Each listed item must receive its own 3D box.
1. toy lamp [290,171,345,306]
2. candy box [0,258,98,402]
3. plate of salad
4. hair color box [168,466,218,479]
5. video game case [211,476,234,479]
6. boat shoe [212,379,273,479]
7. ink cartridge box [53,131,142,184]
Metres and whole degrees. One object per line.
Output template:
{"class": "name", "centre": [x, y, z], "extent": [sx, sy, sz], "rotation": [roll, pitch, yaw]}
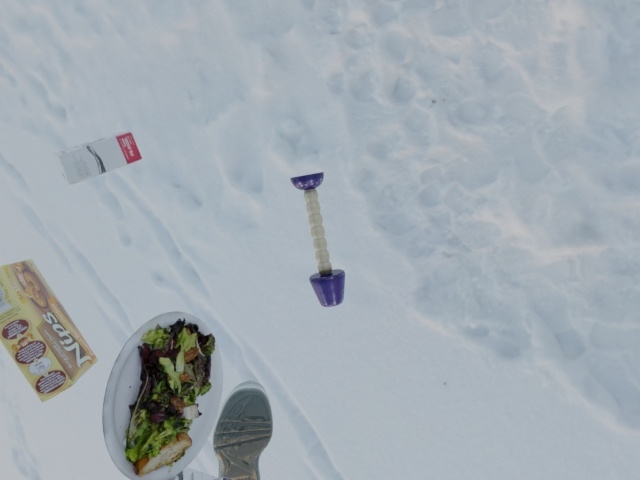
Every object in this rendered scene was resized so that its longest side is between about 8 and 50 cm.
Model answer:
{"class": "toy lamp", "centre": [0.000, 0.000, 0.985], "extent": [0.080, 0.080, 0.275], "rotation": [-3, 101, 39]}
{"class": "candy box", "centre": [-0.682, 0.206, 1.147], "extent": [0.317, 0.087, 0.183], "rotation": [61, 175, -7]}
{"class": "plate of salad", "centre": [-0.174, 0.188, 0.581], "extent": [0.048, 0.200, 0.200], "rotation": [-3, 104, 27]}
{"class": "hair color box", "centre": [-0.276, 0.774, 1.316], "extent": [0.110, 0.339, 0.185], "rotation": [-42, 34, 11]}
{"class": "video game case", "centre": [-0.182, 0.412, 0.522], "extent": [0.210, 0.042, 0.232], "rotation": [-21, 52, 8]}
{"class": "boat shoe", "centre": [-0.166, 0.409, 1.002], "extent": [0.103, 0.118, 0.321], "rotation": [-111, 23, -58]}
{"class": "ink cartridge box", "centre": [-0.468, -0.176, 1.001], "extent": [0.109, 0.150, 0.063], "rotation": [20, 131, 54]}
